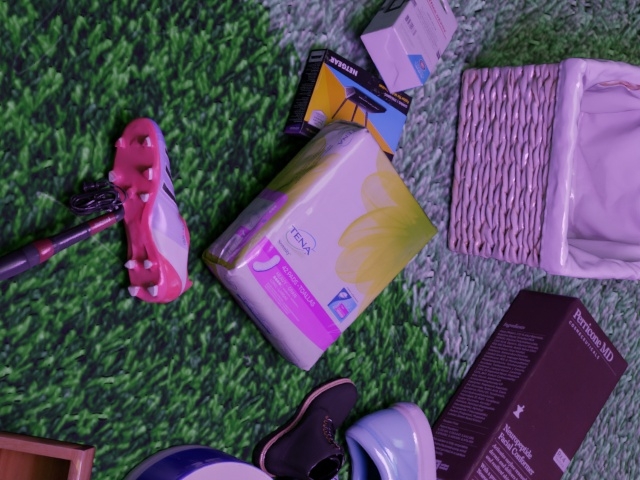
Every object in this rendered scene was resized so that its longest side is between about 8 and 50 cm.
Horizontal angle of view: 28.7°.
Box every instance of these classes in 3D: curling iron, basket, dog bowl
[{"bbox_3d":[-0.361,0.008,1.560,0.274,0.068,0.035,-35,149,-23],"label":"curling iron"},{"bbox_3d":[0.409,-0.109,1.994,0.328,0.266,0.331,2,93,-37],"label":"basket"},{"bbox_3d":[-0.168,0.419,1.709,0.265,0.104,0.264,-4,97,-37],"label":"dog bowl"}]

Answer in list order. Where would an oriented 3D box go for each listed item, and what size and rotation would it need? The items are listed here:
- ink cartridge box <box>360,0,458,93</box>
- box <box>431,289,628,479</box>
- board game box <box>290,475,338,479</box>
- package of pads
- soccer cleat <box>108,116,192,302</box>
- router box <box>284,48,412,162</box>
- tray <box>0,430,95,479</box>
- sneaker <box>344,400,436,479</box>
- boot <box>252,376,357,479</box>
[{"bbox_3d":[0.136,-0.314,1.874,0.104,0.060,0.180,60,39,-25],"label":"ink cartridge box"},{"bbox_3d":[0.330,0.288,2.056,0.191,0.143,0.381,48,65,-30],"label":"box"},{"bbox_3d":[-0.005,0.436,1.842,0.136,0.035,0.201,-35,118,-61],"label":"board game box"},{"bbox_3d":[0.000,0.000,1.773,0.296,0.101,0.229,-46,124,-15],"label":"package of pads"},{"bbox_3d":[-0.218,-0.040,1.651,0.095,0.083,0.248,-15,103,-57],"label":"soccer cleat"},{"bbox_3d":[0.043,-0.186,1.846,0.179,0.046,0.133,24,81,-36],"label":"router box"},{"bbox_3d":[-0.404,0.433,1.472,0.203,0.076,0.410,9,86,4],"label":"tray"},{"bbox_3d":[0.100,0.437,1.910,0.150,0.135,0.366,-10,92,-29],"label":"sneaker"},{"bbox_3d":[0.015,0.285,1.814,0.198,0.137,0.077,-44,118,-26],"label":"boot"}]
